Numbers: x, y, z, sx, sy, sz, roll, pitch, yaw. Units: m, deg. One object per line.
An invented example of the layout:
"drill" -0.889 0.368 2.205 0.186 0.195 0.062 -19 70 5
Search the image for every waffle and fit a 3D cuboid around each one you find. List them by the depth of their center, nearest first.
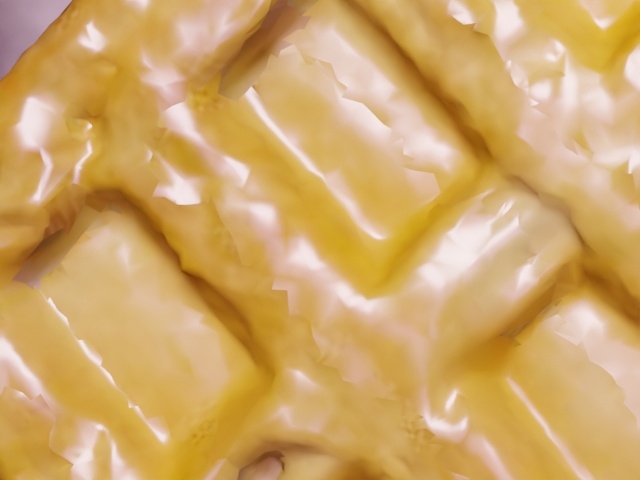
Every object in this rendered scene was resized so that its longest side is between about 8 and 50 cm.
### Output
"waffle" 0.008 0.012 0.374 0.274 0.057 0.168 -44 85 10
